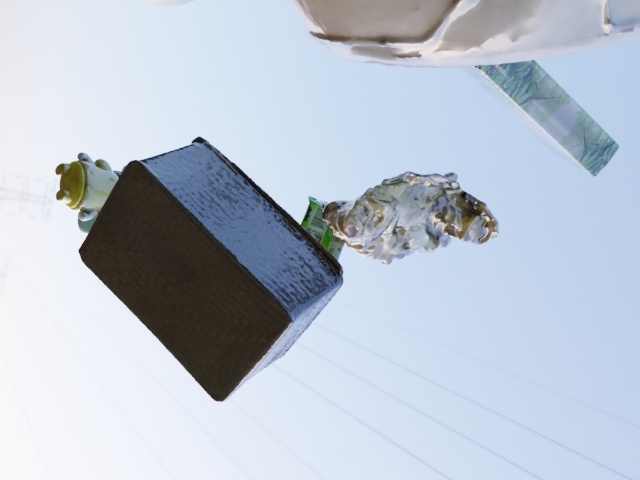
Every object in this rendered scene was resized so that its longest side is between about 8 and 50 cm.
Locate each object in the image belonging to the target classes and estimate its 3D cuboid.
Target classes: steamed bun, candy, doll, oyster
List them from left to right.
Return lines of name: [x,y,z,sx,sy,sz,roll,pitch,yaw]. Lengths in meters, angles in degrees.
doll: [-0.325,-0.072,1.101,0.062,0.162,0.106,-16,-109,34]
candy: [0.000,0.001,1.292,0.032,0.102,0.178,119,-6,-56]
oyster: [0.136,-0.029,1.214,0.237,0.351,0.115,-23,-107,32]
steamed bun: [0.141,-0.299,0.647,0.374,0.374,0.242,29,-48,57]

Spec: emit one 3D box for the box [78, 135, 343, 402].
box: [-0.135,0.029,0.894,0.273,0.143,0.184,44,-59,10]

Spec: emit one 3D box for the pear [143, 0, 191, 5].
pear: [-0.266,-0.559,1.160,0.348,0.348,0.349,-20,-114,55]

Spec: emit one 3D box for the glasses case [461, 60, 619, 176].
glasses case: [0.285,-0.189,0.966,0.062,0.272,0.095,-51,-147,11]

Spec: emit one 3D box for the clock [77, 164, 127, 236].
clock: [-0.338,-0.069,1.187,0.041,0.101,0.135,136,-41,-71]
